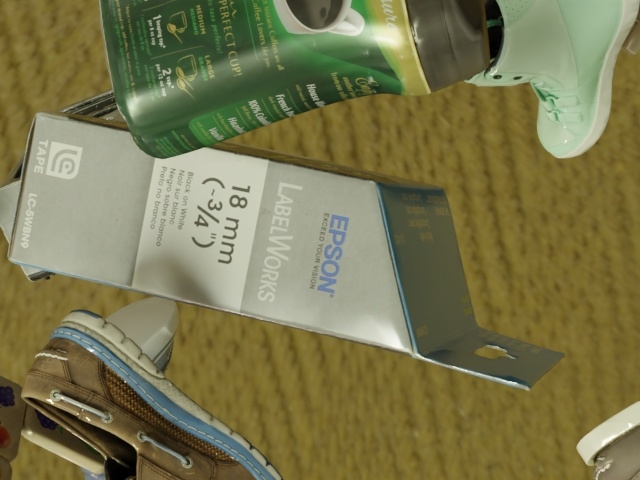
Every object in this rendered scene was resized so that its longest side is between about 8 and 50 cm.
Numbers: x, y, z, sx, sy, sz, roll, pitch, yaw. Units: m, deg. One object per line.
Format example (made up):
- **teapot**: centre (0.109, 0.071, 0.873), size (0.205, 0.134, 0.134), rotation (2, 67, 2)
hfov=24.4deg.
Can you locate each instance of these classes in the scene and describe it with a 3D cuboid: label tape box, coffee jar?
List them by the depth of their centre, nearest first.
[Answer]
- **coffee jar**: centre (-0.011, -0.107, 0.736), size (0.184, 0.079, 0.096), rotation (-13, 74, 9)
- **label tape box**: centre (0.000, 0.000, 0.989), size (0.334, 0.240, 0.106), rotation (12, 94, 14)

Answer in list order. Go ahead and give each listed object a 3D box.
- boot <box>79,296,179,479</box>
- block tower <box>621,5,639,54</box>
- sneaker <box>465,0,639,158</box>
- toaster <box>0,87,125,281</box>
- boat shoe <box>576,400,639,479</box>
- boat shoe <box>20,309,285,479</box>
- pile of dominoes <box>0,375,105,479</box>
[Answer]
- **boot**: centre (-0.158, 0.126, 1.207), size (0.069, 0.190, 0.086), rotation (-3, 119, 20)
- **block tower**: centre (0.202, -0.318, 1.531), size (0.335, 0.097, 0.091), rotation (32, 98, -4)
- **sneaker**: centre (0.189, -0.157, 1.355), size (0.151, 0.094, 0.256), rotation (-14, 148, -11)
- **toaster**: centre (-0.204, -0.061, 1.409), size (0.186, 0.168, 0.110), rotation (-18, 117, 21)
- **boat shoe**: centre (0.404, 0.164, 1.443), size (0.324, 0.116, 0.096), rotation (-36, 65, 24)
- **boat shoe**: centre (-0.090, 0.122, 0.826), size (0.183, 0.066, 0.066), rotation (42, 61, -8)
- **pile of dominoes**: centre (-0.103, 0.186, 0.773), size (0.196, 0.251, 0.040), rotation (31, 120, -23)
